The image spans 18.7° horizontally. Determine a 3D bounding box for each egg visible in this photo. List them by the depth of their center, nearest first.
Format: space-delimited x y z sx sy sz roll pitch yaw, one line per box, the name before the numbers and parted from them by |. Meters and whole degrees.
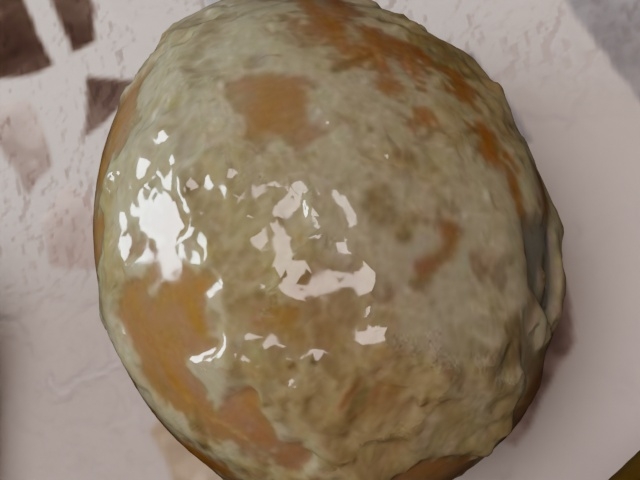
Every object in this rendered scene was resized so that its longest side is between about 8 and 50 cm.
egg | 0.000 0.000 0.796 0.195 0.195 0.233 -32 52 7

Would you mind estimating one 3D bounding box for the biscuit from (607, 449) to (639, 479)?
biscuit | 0.193 0.171 0.736 0.290 0.062 0.237 -37 70 -20
